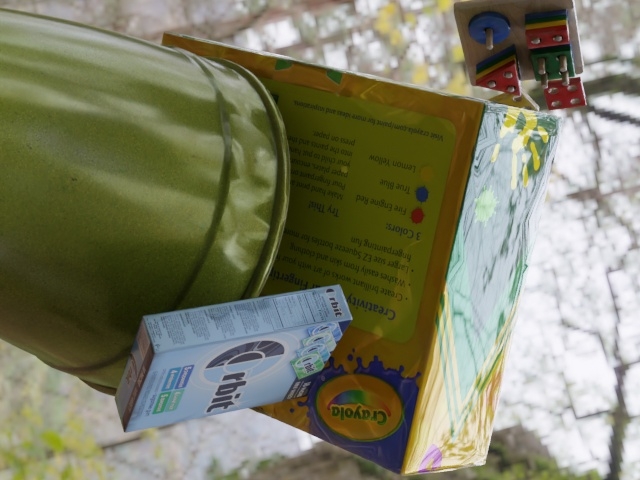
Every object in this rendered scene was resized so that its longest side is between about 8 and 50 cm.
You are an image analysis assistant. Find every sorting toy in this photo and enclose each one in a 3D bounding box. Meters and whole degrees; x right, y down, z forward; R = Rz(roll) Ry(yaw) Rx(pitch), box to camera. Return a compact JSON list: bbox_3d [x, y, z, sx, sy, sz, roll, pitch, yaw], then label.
[{"bbox_3d":[0.227,-0.210,1.635,0.274,0.132,0.046,67,22,-53],"label":"sorting toy"}]

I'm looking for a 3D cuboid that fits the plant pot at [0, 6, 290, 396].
[{"bbox_3d":[-0.282,-0.065,1.372,0.366,0.353,0.366,-19,-119,39],"label":"plant pot"}]

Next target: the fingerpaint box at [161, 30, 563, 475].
[{"bbox_3d":[0.000,0.000,1.543,0.445,0.163,0.371,17,-82,39],"label":"fingerpaint box"}]

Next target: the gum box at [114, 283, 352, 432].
[{"bbox_3d":[-0.081,0.106,1.299,0.157,0.184,0.041,116,-40,-54],"label":"gum box"}]
